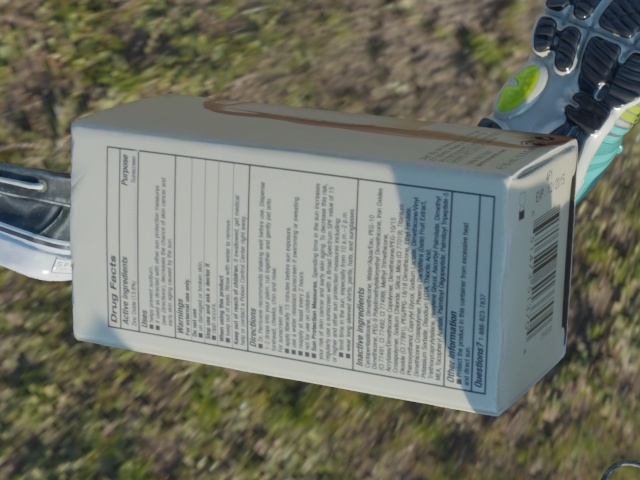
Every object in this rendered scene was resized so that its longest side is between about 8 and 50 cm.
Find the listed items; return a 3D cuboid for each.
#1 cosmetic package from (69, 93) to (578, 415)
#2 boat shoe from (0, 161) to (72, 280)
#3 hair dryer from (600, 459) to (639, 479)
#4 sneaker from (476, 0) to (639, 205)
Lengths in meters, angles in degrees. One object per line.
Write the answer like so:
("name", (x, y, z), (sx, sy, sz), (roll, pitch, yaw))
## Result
("cosmetic package", (0.000, 0.000, 1.116), (0.296, 0.129, 0.153), (10, 108, 24))
("boat shoe", (-0.354, -0.064, 1.726), (0.335, 0.121, 0.119), (19, 97, 22))
("hair dryer", (0.249, 0.309, 1.242), (0.080, 0.223, 0.293), (10, 85, -13))
("sneaker", (0.187, -0.105, 1.254), (0.107, 0.110, 0.275), (40, 93, 20))
